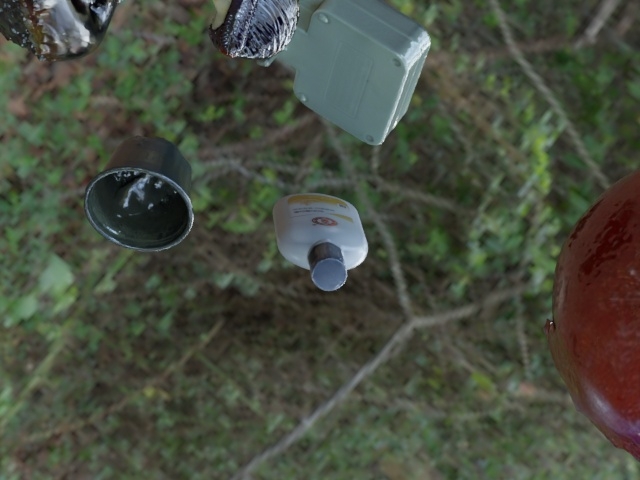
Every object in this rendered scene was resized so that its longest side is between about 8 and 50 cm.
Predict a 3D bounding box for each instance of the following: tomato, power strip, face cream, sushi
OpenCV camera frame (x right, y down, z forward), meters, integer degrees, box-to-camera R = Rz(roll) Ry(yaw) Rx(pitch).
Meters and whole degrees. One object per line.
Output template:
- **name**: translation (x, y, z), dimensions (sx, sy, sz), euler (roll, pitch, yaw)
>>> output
- **tomato**: translation (0.355, 0.058, 1.323), dimensions (0.176, 0.290, 0.334), euler (70, 36, -67)
- **power strip**: translation (0.009, -0.272, 2.119), dimensions (0.141, 0.261, 0.229), euler (-51, 170, -29)
- **face cream**: translation (0.000, 0.000, 2.199), dimensions (0.291, 0.144, 0.071), euler (-98, -166, -70)
- **sushi**: translation (-0.328, -0.329, 1.707), dimensions (0.215, 0.212, 0.227), euler (-37, 162, -34)

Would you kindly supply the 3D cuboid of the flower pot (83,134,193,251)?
- **flower pot**: translation (-0.249, -0.074, 2.038), dimensions (0.107, 0.157, 0.157), euler (-79, -167, -49)

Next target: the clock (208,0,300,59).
- **clock**: translation (-0.050, -0.299, 1.507), dimensions (0.194, 0.100, 0.195), euler (-59, 170, -56)
